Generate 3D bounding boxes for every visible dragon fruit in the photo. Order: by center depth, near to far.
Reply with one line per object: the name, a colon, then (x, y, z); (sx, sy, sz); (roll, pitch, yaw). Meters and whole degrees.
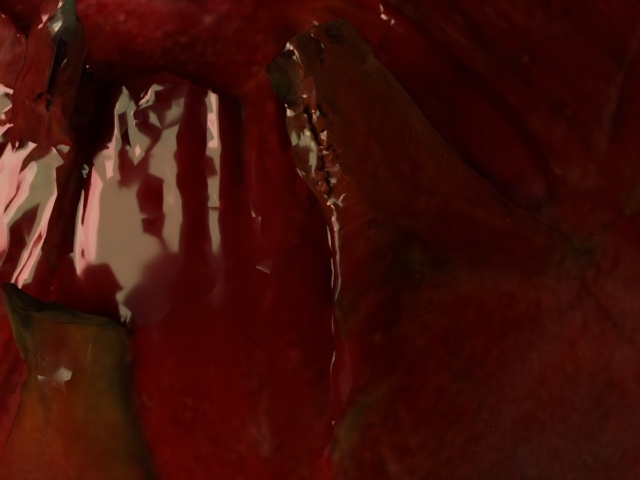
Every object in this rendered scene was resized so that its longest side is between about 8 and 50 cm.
dragon fruit: (0.007, 0.001, 0.467); (0.252, 0.241, 0.241); (105, 149, -47)
